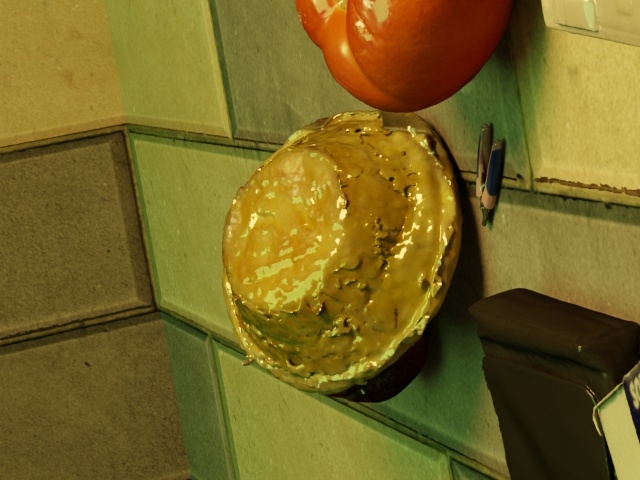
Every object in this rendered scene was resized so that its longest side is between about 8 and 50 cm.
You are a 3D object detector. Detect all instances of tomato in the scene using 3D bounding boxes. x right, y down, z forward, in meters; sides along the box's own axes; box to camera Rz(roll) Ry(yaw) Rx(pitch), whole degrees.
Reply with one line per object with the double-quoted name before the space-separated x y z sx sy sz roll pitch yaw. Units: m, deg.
"tomato" 0.083 -0.244 1.749 0.260 0.180 0.260 165 90 -72

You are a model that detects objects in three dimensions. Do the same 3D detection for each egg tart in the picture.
"egg tart" 0.001 0.000 2.019 0.341 0.132 0.341 -17 65 40

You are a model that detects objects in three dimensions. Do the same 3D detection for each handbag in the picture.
"handbag" 0.237 0.163 1.729 0.247 0.080 0.223 18 126 67

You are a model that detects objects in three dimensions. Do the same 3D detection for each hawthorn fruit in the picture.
"hawthorn fruit" 0.041 0.085 2.158 0.157 0.157 0.194 119 149 -64

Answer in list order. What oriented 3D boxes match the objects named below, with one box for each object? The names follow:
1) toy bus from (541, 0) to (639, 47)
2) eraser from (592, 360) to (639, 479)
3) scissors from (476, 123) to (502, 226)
"toy bus" 0.253 -0.184 1.390 0.268 0.106 0.092 -149 51 -66
"eraser" 0.310 0.129 1.458 0.287 0.086 0.130 118 138 -64
"scissors" 0.166 -0.062 1.885 0.039 0.012 0.113 -122 26 -46
